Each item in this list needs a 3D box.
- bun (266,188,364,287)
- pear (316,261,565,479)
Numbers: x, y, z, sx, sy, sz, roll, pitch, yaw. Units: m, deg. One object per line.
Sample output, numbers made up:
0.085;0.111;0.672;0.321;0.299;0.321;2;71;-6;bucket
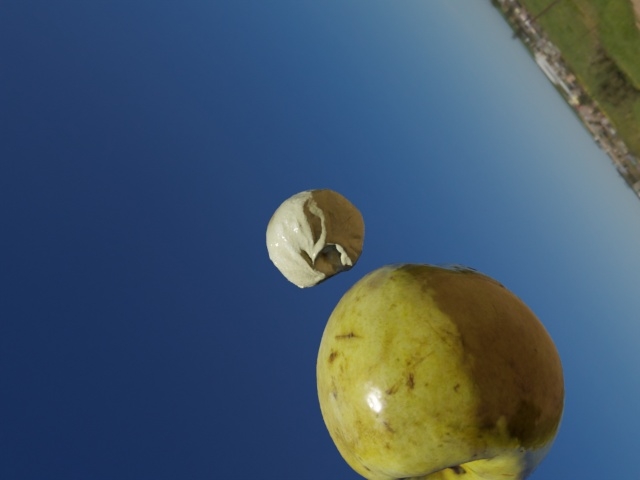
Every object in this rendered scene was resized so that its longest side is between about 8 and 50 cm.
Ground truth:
0.000;0.000;0.555;0.086;0.086;0.055;34;-179;-36;bun
0.139;0.165;0.865;0.304;0.304;0.304;42;-156;-24;pear
